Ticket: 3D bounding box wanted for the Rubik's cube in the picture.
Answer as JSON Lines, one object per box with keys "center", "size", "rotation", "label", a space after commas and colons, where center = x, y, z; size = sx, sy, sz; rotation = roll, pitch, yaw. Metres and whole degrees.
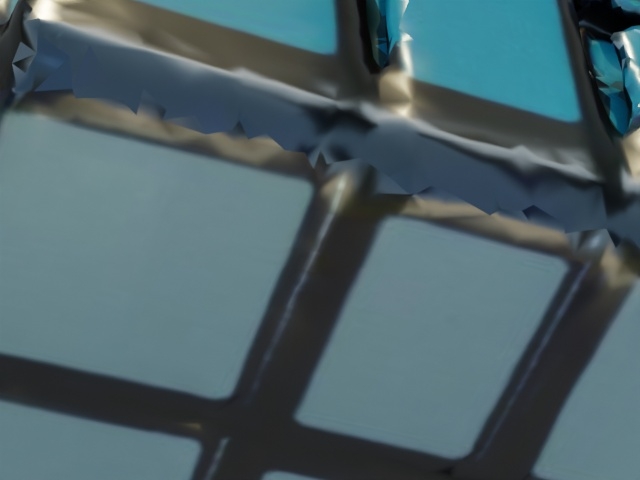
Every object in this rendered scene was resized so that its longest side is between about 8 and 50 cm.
{"center": [0.000, 0.000, 0.669], "size": [0.283, 0.293, 0.288], "rotation": [13, 36, -10], "label": "Rubik's cube"}
